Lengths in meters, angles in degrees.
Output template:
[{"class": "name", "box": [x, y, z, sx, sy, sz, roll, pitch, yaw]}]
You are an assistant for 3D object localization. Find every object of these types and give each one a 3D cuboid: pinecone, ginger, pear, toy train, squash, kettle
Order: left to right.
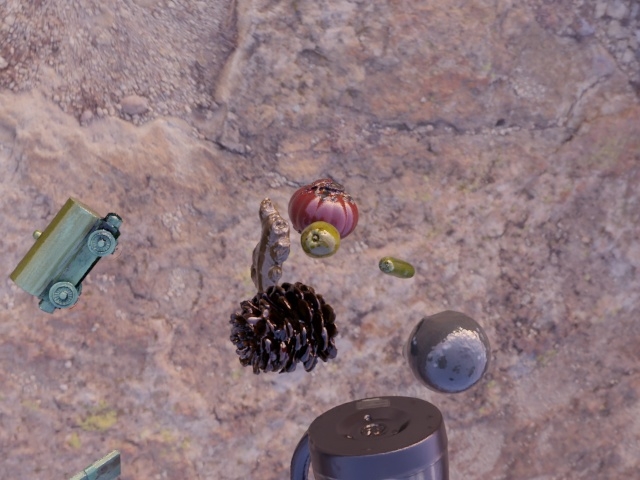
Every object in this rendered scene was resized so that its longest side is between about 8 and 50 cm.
[{"class": "toy train", "box": [-0.634, 0.035, 1.585, 0.189, 0.126, 0.307, 38, 88, -25]}, {"class": "ginger", "box": [-0.145, 0.048, 1.801, 0.080, 0.166, 0.333, -2, 103, -31]}, {"class": "pinecone", "box": [-0.084, 0.205, 1.479, 0.272, 0.224, 0.224, 0, 115, -36]}, {"class": "pear", "box": [0.000, 0.000, 1.698, 0.107, 0.131, 0.107, 0, 91, 11]}, {"class": "kettle", "box": [0.079, 0.399, 0.937, 0.250, 0.207, 0.271, -11, 97, -1]}, {"class": "squash", "box": [0.262, 0.095, 2.216, 0.069, 0.069, 0.258, -56, 148, 10]}]

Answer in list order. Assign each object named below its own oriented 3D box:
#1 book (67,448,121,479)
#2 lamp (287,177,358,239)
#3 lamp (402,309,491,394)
[{"class": "book", "box": [-0.475, 0.496, 1.306, 0.135, 0.017, 0.103, -29, 146, -38]}, {"class": "lamp", "box": [0.010, -0.094, 1.983, 0.226, 0.227, 0.227, -9, 118, -18]}, {"class": "lamp", "box": [0.279, 0.242, 1.438, 0.181, 0.314, 0.182, 0, 91, 1]}]
